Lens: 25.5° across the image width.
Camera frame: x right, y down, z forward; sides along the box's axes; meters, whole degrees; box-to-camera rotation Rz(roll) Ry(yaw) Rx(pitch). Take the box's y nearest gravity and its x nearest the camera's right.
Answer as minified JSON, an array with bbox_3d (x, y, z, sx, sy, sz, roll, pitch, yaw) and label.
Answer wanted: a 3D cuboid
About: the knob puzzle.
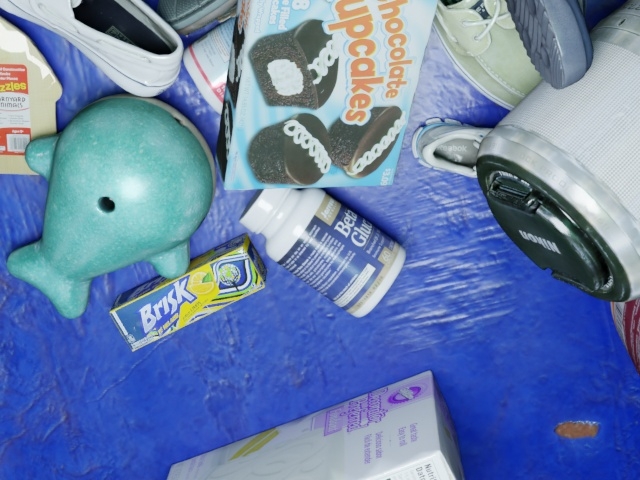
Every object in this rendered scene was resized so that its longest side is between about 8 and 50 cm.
[{"bbox_3d":[-0.371,-0.166,1.514,0.213,0.030,0.213,0,116,0],"label":"knob puzzle"}]

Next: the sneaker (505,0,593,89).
[{"bbox_3d":[0.232,-0.293,1.355,0.131,0.112,0.319,-10,65,-4],"label":"sneaker"}]

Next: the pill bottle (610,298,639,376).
[{"bbox_3d":[0.425,0.105,1.388,0.224,0.392,0.224,0,106,1],"label":"pill bottle"}]

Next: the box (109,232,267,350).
[{"bbox_3d":[-0.145,0.057,1.563,0.169,0.059,0.054,-27,104,9],"label":"box"}]

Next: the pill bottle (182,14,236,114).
[{"bbox_3d":[-0.057,-0.205,1.471,0.160,0.087,0.087,-33,103,11],"label":"pill bottle"}]

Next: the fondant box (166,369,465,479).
[{"bbox_3d":[-0.012,0.273,1.530,0.330,0.238,0.096,-20,103,7],"label":"fondant box"}]

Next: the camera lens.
[{"bbox_3d":[0.307,-0.093,1.392,0.274,0.219,0.219,-45,101,-10],"label":"camera lens"}]

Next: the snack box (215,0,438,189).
[{"bbox_3d":[0.009,-0.193,1.401,0.187,0.060,0.322,-2,131,-17],"label":"snack box"}]

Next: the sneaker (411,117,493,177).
[{"bbox_3d":[0.194,-0.091,1.501,0.191,0.083,0.071,-2,104,1],"label":"sneaker"}]

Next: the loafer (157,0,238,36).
[{"bbox_3d":[-0.052,-0.292,1.438,0.267,0.096,0.084,-40,137,24],"label":"loafer"}]

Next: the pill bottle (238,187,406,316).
[{"bbox_3d":[0.000,0.000,1.525,0.169,0.094,0.094,35,104,-8],"label":"pill bottle"}]

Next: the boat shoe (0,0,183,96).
[{"bbox_3d":[-0.246,-0.253,1.442,0.258,0.084,0.095,32,60,-4],"label":"boat shoe"}]

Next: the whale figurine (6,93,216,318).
[{"bbox_3d":[-0.233,-0.025,1.494,0.216,0.141,0.272,41,111,-7],"label":"whale figurine"}]

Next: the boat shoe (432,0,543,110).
[{"bbox_3d":[0.151,-0.244,1.450,0.109,0.094,0.302,-39,101,12],"label":"boat shoe"}]
